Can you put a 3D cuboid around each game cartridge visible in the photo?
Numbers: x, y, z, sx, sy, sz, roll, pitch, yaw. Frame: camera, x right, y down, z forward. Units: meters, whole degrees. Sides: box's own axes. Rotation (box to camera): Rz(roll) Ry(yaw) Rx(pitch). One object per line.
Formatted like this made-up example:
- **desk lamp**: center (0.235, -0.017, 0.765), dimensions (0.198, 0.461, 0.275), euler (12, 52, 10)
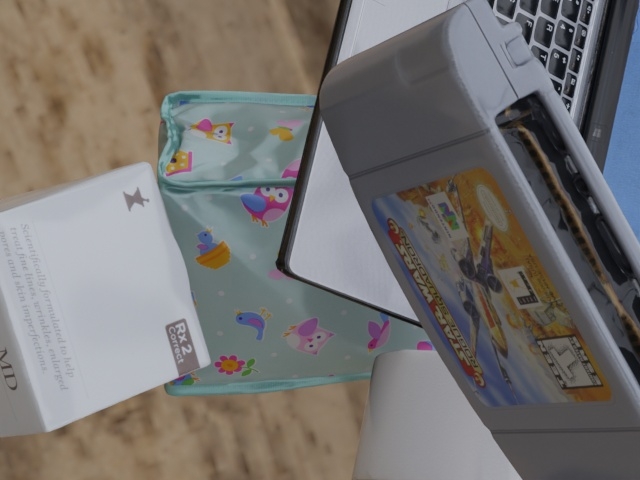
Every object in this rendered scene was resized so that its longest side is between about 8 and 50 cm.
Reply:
- **game cartridge**: center (0.108, 0.019, 1.077), dimensions (0.062, 0.198, 0.297), euler (-32, 96, -26)

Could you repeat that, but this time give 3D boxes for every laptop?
- **laptop**: center (0.230, -0.100, 1.404), dimensions (0.408, 0.236, 0.382), euler (22, 76, -38)

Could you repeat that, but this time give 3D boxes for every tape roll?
- **tape roll**: center (0.170, 0.159, 1.454), dimensions (0.286, 0.286, 0.100), euler (30, 68, -59)

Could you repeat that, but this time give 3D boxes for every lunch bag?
- **lunch bag**: center (0.000, 0.000, 1.574), dimensions (0.160, 0.262, 0.223), euler (-97, -174, -56)

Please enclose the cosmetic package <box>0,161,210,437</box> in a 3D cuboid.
- **cosmetic package**: center (-0.204, 0.046, 1.359), dimensions (0.151, 0.184, 0.151), euler (-22, 96, -41)
